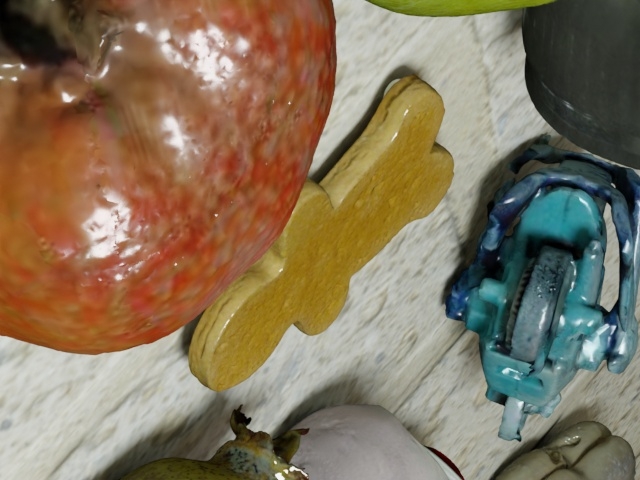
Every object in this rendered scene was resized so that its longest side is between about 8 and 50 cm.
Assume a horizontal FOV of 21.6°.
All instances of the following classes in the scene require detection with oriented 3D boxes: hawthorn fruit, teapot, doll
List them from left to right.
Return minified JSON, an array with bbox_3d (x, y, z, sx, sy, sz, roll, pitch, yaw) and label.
[{"bbox_3d":[-0.096,-0.049,0.670,0.210,0.210,0.262,-48,168,-13],"label":"hawthorn fruit"},{"bbox_3d":[-0.035,0.246,1.224,0.287,0.151,0.151,-42,153,-9],"label":"doll"},{"bbox_3d":[0.221,-0.167,1.019,0.321,0.239,0.239,-51,145,-38],"label":"teapot"}]

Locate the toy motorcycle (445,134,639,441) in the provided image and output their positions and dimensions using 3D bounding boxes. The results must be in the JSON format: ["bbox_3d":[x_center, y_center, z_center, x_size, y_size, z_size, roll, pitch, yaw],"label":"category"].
[{"bbox_3d":[0.184,0.037,1.336,0.260,0.154,0.206,84,24,-65],"label":"toy motorcycle"}]

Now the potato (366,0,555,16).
[{"bbox_3d":[0.091,-0.203,0.845,0.253,0.148,0.186,-35,151,-36],"label":"potato"}]

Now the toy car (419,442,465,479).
[{"bbox_3d":[0.069,0.230,1.427,0.139,0.112,0.112,-49,173,13],"label":"toy car"}]

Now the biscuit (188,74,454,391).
[{"bbox_3d":[-0.001,-0.001,1.074,0.240,0.035,0.158,-44,151,-21],"label":"biscuit"}]

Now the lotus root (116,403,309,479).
[{"bbox_3d":[-0.088,0.213,1.052,0.278,0.154,0.154,-47,154,-18],"label":"lotus root"}]

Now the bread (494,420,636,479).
[{"bbox_3d":[0.199,0.320,1.760,0.337,0.102,0.183,-48,151,-8],"label":"bread"}]
